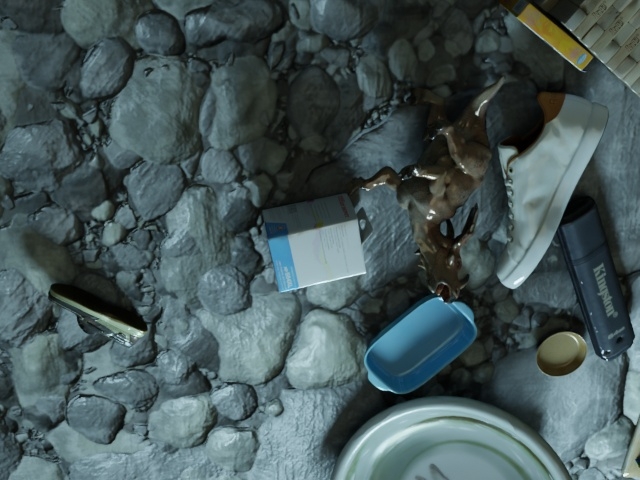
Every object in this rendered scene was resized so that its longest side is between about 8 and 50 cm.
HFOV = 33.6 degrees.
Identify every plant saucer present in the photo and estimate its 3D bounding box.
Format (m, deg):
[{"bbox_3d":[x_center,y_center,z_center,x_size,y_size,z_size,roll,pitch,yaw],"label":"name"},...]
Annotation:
[{"bbox_3d":[0.212,0.428,1.668,0.401,0.100,0.400,3,98,18],"label":"plant saucer"},{"bbox_3d":[0.376,0.175,1.664,0.083,0.015,0.083,-4,117,-8],"label":"plant saucer"}]

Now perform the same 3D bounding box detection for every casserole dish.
[{"bbox_3d":[0.148,0.152,1.606,0.188,0.037,0.114,-41,115,11],"label":"casserole dish"}]

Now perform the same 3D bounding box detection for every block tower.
[{"bbox_3d":[0.440,-0.241,1.422,0.335,0.097,0.091,35,106,-21],"label":"block tower"}]

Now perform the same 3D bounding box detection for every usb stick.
[{"bbox_3d":[0.412,0.060,1.588,0.077,0.045,0.278,-36,120,-21],"label":"usb stick"}]

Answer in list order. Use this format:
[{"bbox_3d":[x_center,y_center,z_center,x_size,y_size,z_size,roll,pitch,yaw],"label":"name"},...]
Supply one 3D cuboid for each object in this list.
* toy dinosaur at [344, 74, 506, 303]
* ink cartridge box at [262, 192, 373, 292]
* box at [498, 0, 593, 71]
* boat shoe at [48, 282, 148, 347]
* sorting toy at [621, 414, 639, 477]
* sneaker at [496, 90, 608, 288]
[{"bbox_3d":[0.178,-0.084,1.452,0.200,0.127,0.295,30,93,-31],"label":"toy dinosaur"},{"bbox_3d":[0.000,0.000,1.475,0.143,0.092,0.089,-11,118,-2],"label":"ink cartridge box"},{"bbox_3d":[0.301,-0.272,1.391,0.136,0.081,0.028,31,107,-22],"label":"box"},{"bbox_3d":[-0.320,0.110,1.502,0.152,0.056,0.049,29,104,-21],"label":"boat shoe"},{"bbox_3d":[0.585,0.359,1.772,0.132,0.046,0.274,5,116,-11],"label":"sorting toy"},{"bbox_3d":[0.288,-0.076,1.491,0.123,0.106,0.290,21,109,0],"label":"sneaker"}]
